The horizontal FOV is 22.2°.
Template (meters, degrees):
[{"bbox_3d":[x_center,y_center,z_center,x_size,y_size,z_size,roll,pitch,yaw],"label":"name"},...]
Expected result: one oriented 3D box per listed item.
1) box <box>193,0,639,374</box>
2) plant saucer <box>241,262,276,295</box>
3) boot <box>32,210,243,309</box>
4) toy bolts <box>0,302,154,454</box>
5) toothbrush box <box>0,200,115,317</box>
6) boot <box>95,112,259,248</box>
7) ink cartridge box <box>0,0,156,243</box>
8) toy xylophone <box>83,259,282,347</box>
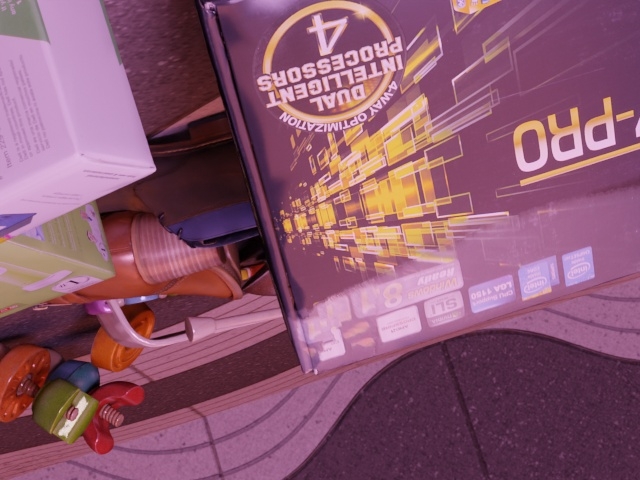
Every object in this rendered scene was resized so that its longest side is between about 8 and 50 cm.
[{"bbox_3d":[0.132,-0.102,1.141,0.395,0.097,0.318,-16,128,-5],"label":"box"},{"bbox_3d":[0.000,0.000,1.741,0.198,0.036,0.198,-41,-178,2],"label":"plant saucer"},{"bbox_3d":[-0.196,0.027,1.646,0.220,0.109,0.283,-11,179,4],"label":"boot"},{"bbox_3d":[-0.319,0.151,2.055,0.218,0.158,0.228,-56,162,-13],"label":"toy bolts"},{"bbox_3d":[-0.315,-0.010,1.256,0.206,0.122,0.283,-20,168,13],"label":"toothbrush box"},{"bbox_3d":[-0.141,-0.031,1.441,0.219,0.106,0.082,-20,167,11],"label":"boot"},{"bbox_3d":[-0.228,-0.076,1.007,0.212,0.154,0.093,-24,168,22],"label":"ink cartridge box"},{"bbox_3d":[-0.100,0.060,1.885,0.323,0.081,0.236,-13,-179,-28],"label":"toy xylophone"}]
